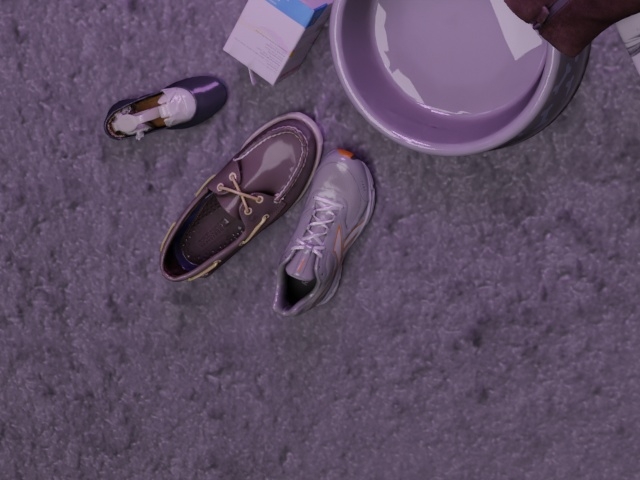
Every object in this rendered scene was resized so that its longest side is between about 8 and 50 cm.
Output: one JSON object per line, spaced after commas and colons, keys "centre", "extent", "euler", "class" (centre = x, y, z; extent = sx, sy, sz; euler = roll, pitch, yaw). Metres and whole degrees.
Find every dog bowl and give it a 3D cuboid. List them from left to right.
{"centre": [0.169, -0.267, 1.743], "extent": [0.348, 0.102, 0.349], "euler": [9, 114, 20], "class": "dog bowl"}

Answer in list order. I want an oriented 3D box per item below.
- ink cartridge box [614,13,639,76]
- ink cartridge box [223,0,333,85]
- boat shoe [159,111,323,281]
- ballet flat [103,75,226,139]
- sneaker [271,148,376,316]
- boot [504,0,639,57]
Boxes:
{"centre": [0.414, -0.287, 1.568], "extent": [0.117, 0.207, 0.283], "euler": [-23, 99, 30], "class": "ink cartridge box"}
{"centre": [-0.059, -0.287, 1.836], "extent": [0.090, 0.092, 0.143], "euler": [36, 119, 7], "class": "ink cartridge box"}
{"centre": [-0.119, -0.055, 1.949], "extent": [0.116, 0.097, 0.324], "euler": [47, 120, 1], "class": "boat shoe"}
{"centre": [-0.232, -0.186, 1.962], "extent": [0.203, 0.074, 0.074], "euler": [-12, 105, 26], "class": "ballet flat"}
{"centre": [0.000, 0.000, 1.906], "extent": [0.099, 0.121, 0.262], "euler": [22, 117, 13], "class": "sneaker"}
{"centre": [0.335, -0.270, 1.459], "extent": [0.248, 0.090, 0.207], "euler": [40, 137, 5], "class": "boot"}
